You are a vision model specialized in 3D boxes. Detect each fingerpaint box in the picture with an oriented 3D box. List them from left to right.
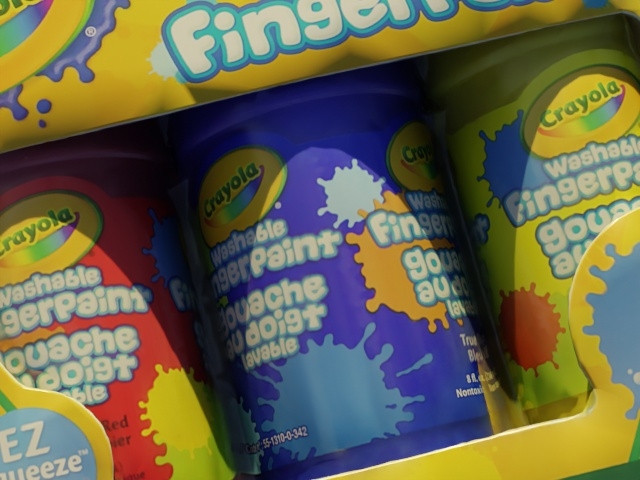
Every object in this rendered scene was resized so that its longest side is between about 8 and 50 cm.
[{"bbox_3d":[0.000,0.000,0.760,0.444,0.163,0.371,-13,78,-3],"label":"fingerpaint box"}]
